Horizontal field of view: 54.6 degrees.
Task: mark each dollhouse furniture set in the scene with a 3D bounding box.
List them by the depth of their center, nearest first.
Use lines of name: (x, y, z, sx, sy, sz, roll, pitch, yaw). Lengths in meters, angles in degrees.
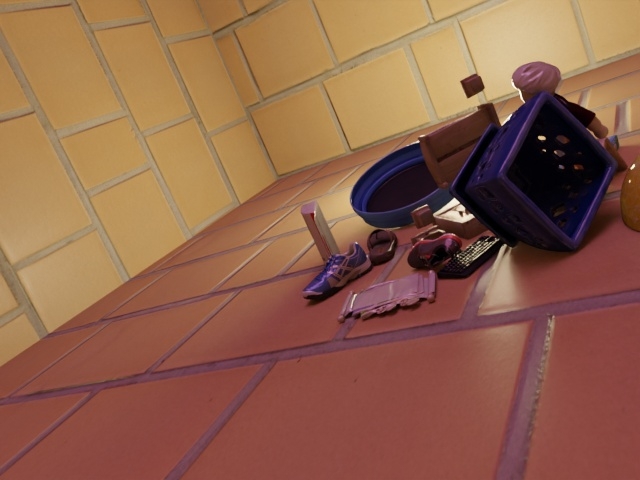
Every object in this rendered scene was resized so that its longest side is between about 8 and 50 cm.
dollhouse furniture set: (0.643, -0.141, 1.511, 0.144, 0.123, 0.151, -9, 55, 47)
dollhouse furniture set: (0.297, -0.184, 1.552, 0.303, 0.355, 0.174, -27, 13, -11)

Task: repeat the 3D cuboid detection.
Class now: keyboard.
keyboard: (0.328, 0.034, 1.379, 0.180, 0.023, 0.108, -32, 16, -34)

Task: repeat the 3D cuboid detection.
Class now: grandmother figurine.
grandmother figurine: (0.515, -0.248, 1.332, 0.208, 0.342, 0.104, 10, 63, 52)

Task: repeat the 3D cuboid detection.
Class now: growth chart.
growth chart: (0.145, 0.122, 1.350, 0.237, 0.021, 0.172, -17, 15, 25)

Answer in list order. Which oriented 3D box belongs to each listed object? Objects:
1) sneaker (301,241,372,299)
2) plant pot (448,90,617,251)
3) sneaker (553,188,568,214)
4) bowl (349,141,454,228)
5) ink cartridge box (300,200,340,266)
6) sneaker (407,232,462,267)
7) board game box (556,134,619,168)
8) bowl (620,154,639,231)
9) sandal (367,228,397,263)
sneaker: (0.032, 0.079, 1.572, 0.211, 0.081, 0.080, -33, 18, -28)
plant pot: (0.423, -0.125, 1.285, 0.236, 0.236, 0.212, -56, 16, -19)
sneaker: (0.502, -0.080, 1.432, 0.178, 0.072, 0.077, -40, 49, -7)
bowl: (0.283, -0.181, 1.963, 0.391, 0.077, 0.391, -24, 29, 15)
ink cartridge box: (0.000, 0.000, 1.718, 0.056, 0.181, 0.224, -22, 15, 10)
sneaker: (0.247, 0.034, 1.405, 0.158, 0.061, 0.065, -34, 15, 49)
board game box: (0.709, -0.224, 1.680, 0.160, 0.039, 0.211, -13, 13, 37)
bowl: (0.698, -0.143, 1.155, 0.289, 0.156, 0.289, -22, 13, 5)
sandal: (0.159, 0.003, 1.697, 0.090, 0.060, 0.219, -20, 14, 14)
